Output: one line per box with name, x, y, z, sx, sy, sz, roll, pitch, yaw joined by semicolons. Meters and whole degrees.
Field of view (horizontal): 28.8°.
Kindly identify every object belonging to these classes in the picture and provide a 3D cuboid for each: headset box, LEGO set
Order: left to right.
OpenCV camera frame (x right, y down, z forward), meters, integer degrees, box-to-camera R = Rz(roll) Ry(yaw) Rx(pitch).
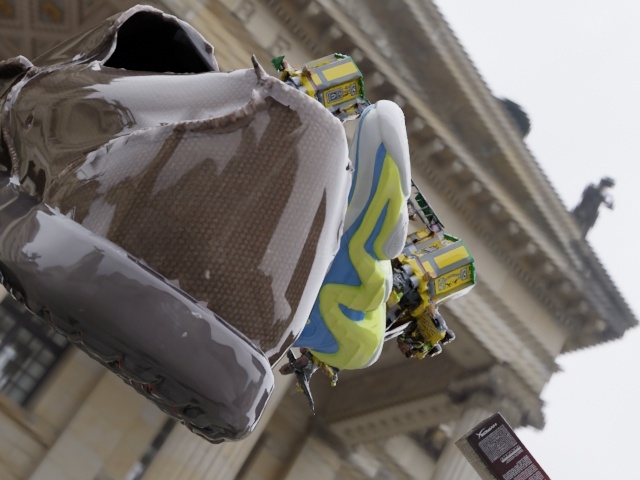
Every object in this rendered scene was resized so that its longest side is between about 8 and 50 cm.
LEGO set;-0.021;-0.005;1.241;0.331;0.192;0.255;64;-28;8
headset box;0.136;0.166;0.884;0.083;0.032;0.062;51;-9;10

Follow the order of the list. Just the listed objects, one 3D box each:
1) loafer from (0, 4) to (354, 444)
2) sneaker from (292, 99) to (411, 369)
loafer;-0.086;-0.030;0.547;0.134;0.130;0.366;44;-9;-32
sneaker;0.000;0.000;0.990;0.126;0.091;0.240;5;-62;-3
